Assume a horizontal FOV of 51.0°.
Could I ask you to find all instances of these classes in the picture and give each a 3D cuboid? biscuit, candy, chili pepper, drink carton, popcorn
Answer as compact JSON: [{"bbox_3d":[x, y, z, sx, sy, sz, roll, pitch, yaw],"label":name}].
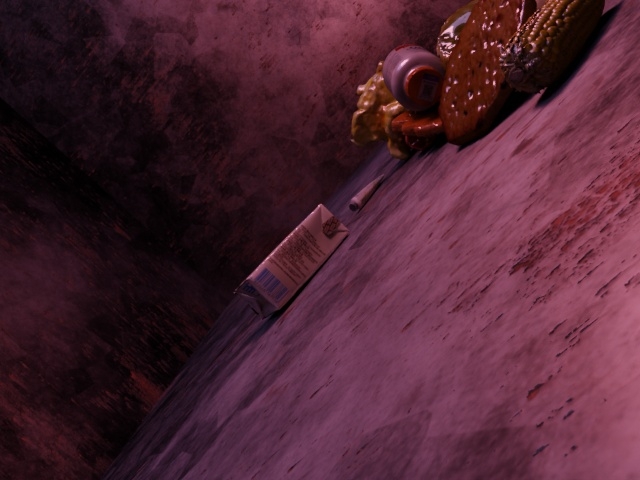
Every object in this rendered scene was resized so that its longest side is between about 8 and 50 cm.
[{"bbox_3d":[0.325,-0.340,1.806,0.284,0.043,0.306,-23,22,14],"label":"biscuit"},{"bbox_3d":[0.345,-0.372,1.416,0.359,0.046,0.359,-165,90,-78],"label":"biscuit"},{"bbox_3d":[0.417,-0.503,1.678,0.260,0.118,0.260,-21,48,24],"label":"candy"},{"bbox_3d":[0.291,-0.310,1.960,0.086,0.084,0.192,-4,15,3],"label":"chili pepper"},{"bbox_3d":[-0.085,0.065,1.939,0.324,0.132,0.194,-48,4,-22],"label":"drink carton"},{"bbox_3d":[0.261,-0.440,2.142,0.335,0.274,0.279,-44,4,36],"label":"popcorn"}]

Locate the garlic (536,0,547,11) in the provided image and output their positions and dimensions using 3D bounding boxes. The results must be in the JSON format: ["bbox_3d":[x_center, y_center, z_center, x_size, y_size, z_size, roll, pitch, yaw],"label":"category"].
[{"bbox_3d":[0.592,-0.626,1.746,0.245,0.145,0.164,-43,-25,21],"label":"garlic"}]

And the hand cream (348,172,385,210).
[{"bbox_3d":[0.154,-0.157,2.199,0.194,0.042,0.067,-45,-6,-41],"label":"hand cream"}]

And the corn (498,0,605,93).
[{"bbox_3d":[0.423,-0.368,1.197,0.318,0.115,0.115,-47,4,-27],"label":"corn"}]

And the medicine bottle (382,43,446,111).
[{"bbox_3d":[0.263,-0.445,1.840,0.157,0.157,0.289,-46,17,15],"label":"medicine bottle"}]
